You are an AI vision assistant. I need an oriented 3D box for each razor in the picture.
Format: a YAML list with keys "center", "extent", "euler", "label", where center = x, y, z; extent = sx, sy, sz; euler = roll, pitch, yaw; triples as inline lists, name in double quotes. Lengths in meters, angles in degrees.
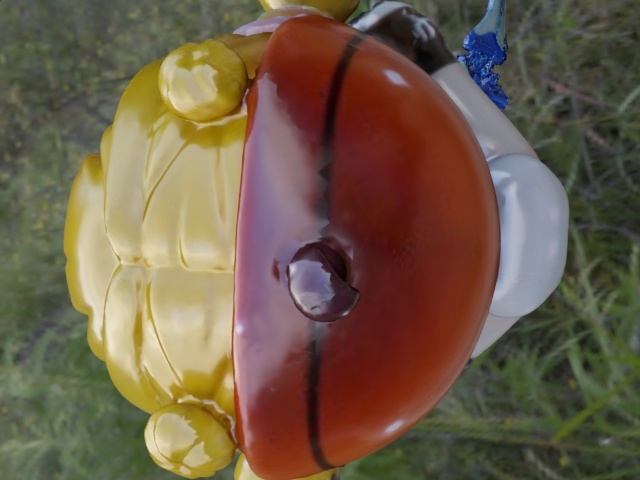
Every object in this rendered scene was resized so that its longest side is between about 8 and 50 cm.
- center: [0.158, -0.290, 1.360]
  extent: [0.056, 0.093, 0.324]
  euler: [-20, 60, 44]
  label: "razor"

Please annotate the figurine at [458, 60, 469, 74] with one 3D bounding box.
- center: [0.078, -0.075, 0.967]
  extent: [0.083, 0.083, 0.187]
  euler: [55, -179, 27]
  label: "figurine"

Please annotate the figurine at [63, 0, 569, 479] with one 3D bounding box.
- center: [0.005, 0.000, 0.693]
  extent: [0.196, 0.323, 0.320]
  euler: [4, 98, 28]
  label: "figurine"
